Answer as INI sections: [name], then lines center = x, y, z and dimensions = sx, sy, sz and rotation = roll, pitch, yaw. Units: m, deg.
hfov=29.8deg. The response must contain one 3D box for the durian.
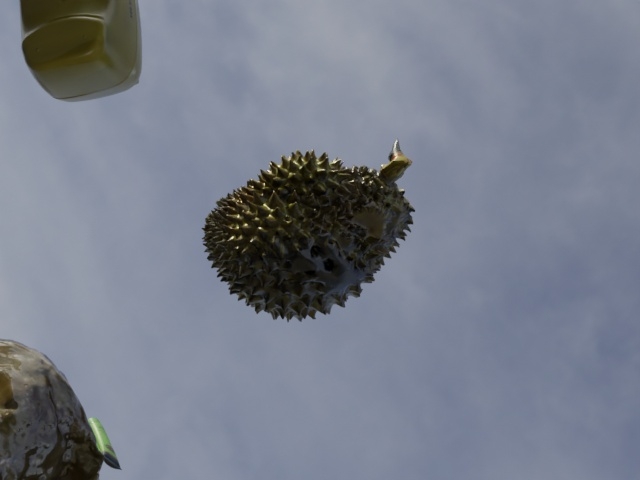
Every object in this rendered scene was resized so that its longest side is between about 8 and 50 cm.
[durian]
center = 0.000, 0.000, 1.245
dimensions = 0.237, 0.138, 0.193
rotation = -37, -59, 20

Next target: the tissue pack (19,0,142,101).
[tissue pack]
center = -0.262, -0.243, 1.331
dimensions = 0.123, 0.127, 0.178
rotation = -12, -110, 10

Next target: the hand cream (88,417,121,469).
[hand cream]
center = -0.313, 0.291, 1.726
dimensions = 0.023, 0.122, 0.036
rotation = -45, -59, -2

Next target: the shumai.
[shumai]
center = -0.341, 0.258, 0.990
dimensions = 0.217, 0.283, 0.346
rotation = 17, -81, 27
